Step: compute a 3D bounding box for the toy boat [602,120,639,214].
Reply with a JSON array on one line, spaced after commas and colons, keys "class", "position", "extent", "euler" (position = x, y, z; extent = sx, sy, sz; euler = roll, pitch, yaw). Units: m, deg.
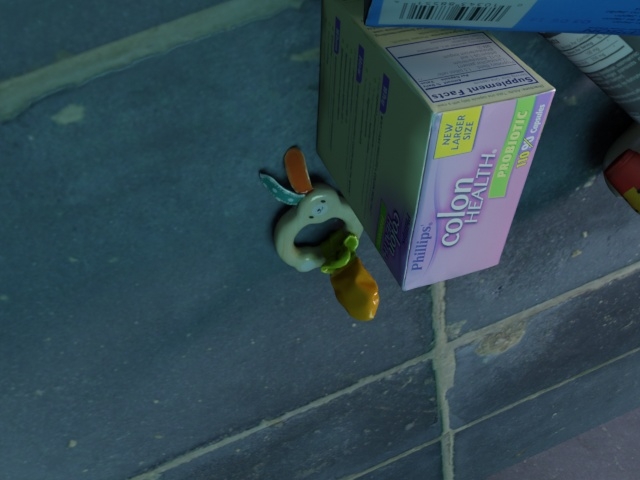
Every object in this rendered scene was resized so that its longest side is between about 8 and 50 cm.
[{"class": "toy boat", "position": [0.484, -0.107, 0.875], "extent": [0.318, 0.148, 0.267], "euler": [-40, 172, -40]}]

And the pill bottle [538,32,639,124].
[{"class": "pill bottle", "position": [0.313, -0.235, 0.630], "extent": [0.319, 0.176, 0.176], "euler": [38, 112, -9]}]

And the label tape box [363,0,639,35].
[{"class": "label tape box", "position": [0.160, -0.333, 0.483], "extent": [0.241, 0.106, 0.333], "euler": [3, 91, 1]}]

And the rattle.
[{"class": "rattle", "position": [0.000, 0.000, 0.825], "extent": [0.130, 0.142, 0.199], "euler": [-7, 145, 4]}]

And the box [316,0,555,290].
[{"class": "box", "position": [0.094, -0.116, 0.671], "extent": [0.117, 0.243, 0.213], "euler": [-13, 137, -16]}]
